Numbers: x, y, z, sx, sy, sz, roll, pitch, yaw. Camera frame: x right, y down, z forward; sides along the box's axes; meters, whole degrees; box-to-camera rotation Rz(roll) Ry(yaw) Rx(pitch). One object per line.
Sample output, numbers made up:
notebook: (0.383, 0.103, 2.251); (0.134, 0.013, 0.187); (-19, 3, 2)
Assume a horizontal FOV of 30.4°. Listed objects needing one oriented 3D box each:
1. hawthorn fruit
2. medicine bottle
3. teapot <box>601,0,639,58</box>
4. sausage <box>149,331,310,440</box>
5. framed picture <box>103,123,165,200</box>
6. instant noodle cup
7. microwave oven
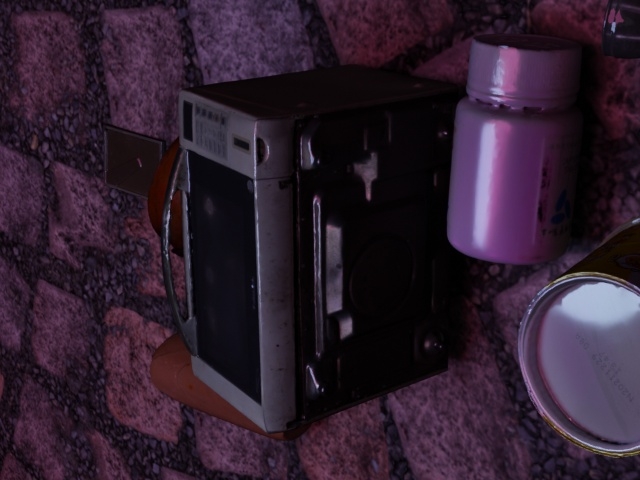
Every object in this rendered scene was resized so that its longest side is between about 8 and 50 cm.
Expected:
hawthorn fruit: (-0.139, -0.080, 1.696); (0.215, 0.215, 0.249); (33, 123, 31)
medicine bottle: (0.231, -0.110, 1.388); (0.152, 0.152, 0.254); (18, 112, 38)
teapot: (0.361, -0.254, 1.276); (0.091, 0.092, 0.124); (15, 119, 21)
sausage: (-0.138, 0.220, 1.830); (0.304, 0.121, 0.121); (14, 111, 39)
framed picture: (-0.313, -0.128, 1.965); (0.149, 0.011, 0.109); (19, 113, 38)
instant noodle cup: (0.354, 0.110, 1.305); (0.264, 0.200, 0.264); (14, 111, 40)
microwave oven: (0.000, 0.000, 1.491); (0.247, 0.333, 0.394); (22, 119, 49)
